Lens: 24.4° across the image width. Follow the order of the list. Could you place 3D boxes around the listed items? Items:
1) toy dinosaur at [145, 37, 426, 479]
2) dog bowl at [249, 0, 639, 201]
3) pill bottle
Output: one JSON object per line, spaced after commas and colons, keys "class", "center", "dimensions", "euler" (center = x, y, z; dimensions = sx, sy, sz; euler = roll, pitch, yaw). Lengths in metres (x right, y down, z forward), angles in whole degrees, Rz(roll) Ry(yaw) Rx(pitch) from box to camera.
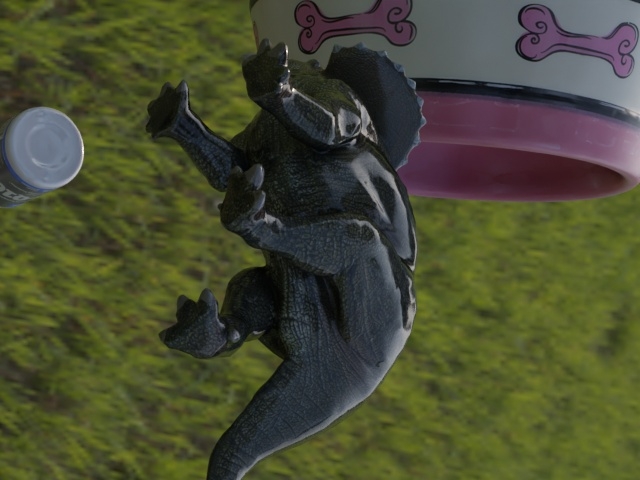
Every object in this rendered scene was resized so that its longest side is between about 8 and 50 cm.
{"class": "toy dinosaur", "center": [0.000, 0.000, 0.732], "dimensions": [0.160, 0.121, 0.313], "euler": [22, 49, -42]}
{"class": "dog bowl", "center": [0.130, -0.133, 1.371], "dimensions": [0.408, 0.408, 0.150], "euler": [19, 75, -62]}
{"class": "pill bottle", "center": [-0.288, -0.074, 1.403], "dimensions": [0.078, 0.137, 0.078], "euler": [9, 74, -35]}
